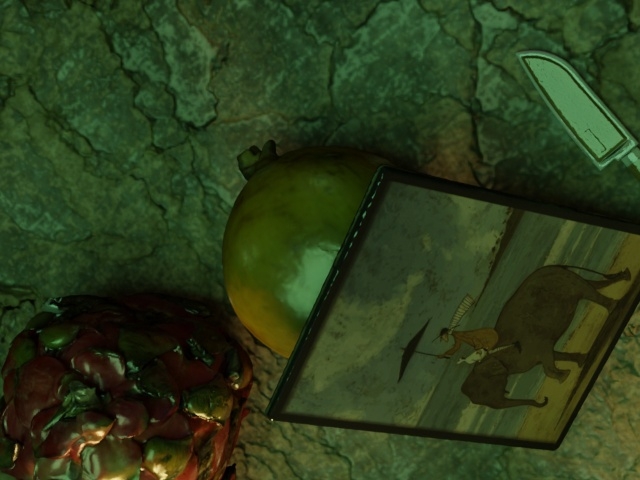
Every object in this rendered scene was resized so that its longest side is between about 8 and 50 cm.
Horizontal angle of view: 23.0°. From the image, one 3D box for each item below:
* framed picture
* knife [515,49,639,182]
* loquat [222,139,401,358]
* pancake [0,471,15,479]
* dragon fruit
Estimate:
[{"bbox_3d":[0.142,0.075,1.447,0.347,0.016,0.265,12,115,-32],"label":"framed picture"},{"bbox_3d":[0.274,-0.086,1.482,0.046,0.022,0.256,-42,90,27],"label":"knife"},{"bbox_3d":[0.000,0.000,1.496,0.213,0.213,0.246,-47,72,23],"label":"loquat"},{"bbox_3d":[-0.351,0.426,1.790,0.387,0.082,0.387,4,109,13],"label":"pancake"},{"bbox_3d":[-0.203,0.187,1.567,0.250,0.291,0.269,10,109,9],"label":"dragon fruit"}]
